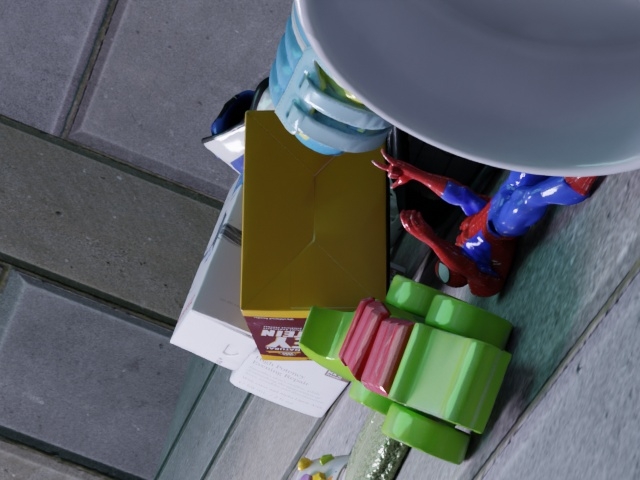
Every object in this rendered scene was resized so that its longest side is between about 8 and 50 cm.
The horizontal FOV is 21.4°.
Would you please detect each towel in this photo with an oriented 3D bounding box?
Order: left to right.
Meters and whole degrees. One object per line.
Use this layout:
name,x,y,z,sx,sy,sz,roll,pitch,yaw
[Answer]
towel,0.051,0.181,1.485,0.110,0.027,0.148,-88,21,-65

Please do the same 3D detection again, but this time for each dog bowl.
dog bowl,0.123,-0.155,1.021,0.265,0.265,0.104,126,167,-61

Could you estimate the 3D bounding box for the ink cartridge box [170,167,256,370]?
ink cartridge box,-0.078,0.022,1.762,0.139,0.082,0.191,129,164,-67

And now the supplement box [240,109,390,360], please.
supplement box,0.000,0.000,1.591,0.194,0.129,0.191,78,-168,-73

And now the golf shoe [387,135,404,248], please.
golf shoe,0.072,-0.050,1.831,0.086,0.067,0.186,-134,66,-80

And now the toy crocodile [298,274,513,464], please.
toy crocodile,0.065,0.090,1.313,0.340,0.105,0.115,-156,88,-78

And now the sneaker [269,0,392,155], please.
sneaker,0.056,-0.132,1.333,0.319,0.127,0.208,-119,42,-57

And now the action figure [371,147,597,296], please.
action figure,0.116,-0.043,1.273,0.280,0.139,0.091,119,171,-58

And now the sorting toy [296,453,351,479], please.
sorting toy,0.010,0.233,1.617,0.075,0.045,0.083,-24,41,51

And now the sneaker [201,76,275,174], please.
sneaker,-0.034,-0.081,1.930,0.127,0.182,0.315,-45,-26,-30

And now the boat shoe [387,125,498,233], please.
boat shoe,0.126,-0.126,1.446,0.340,0.127,0.113,119,169,-51

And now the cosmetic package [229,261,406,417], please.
cosmetic package,-0.006,0.093,1.803,0.231,0.117,0.085,121,168,-57
